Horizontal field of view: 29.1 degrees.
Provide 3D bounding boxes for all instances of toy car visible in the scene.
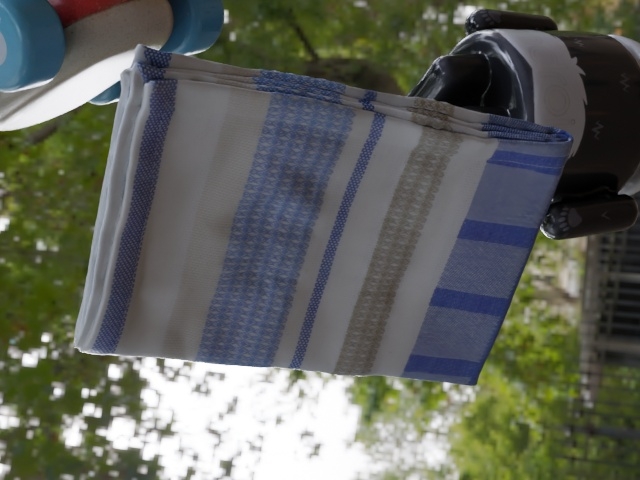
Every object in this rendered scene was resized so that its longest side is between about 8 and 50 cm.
[{"bbox_3d":[-0.239,-0.227,0.995,0.219,0.210,0.238,-23,-90,-50],"label":"toy car"}]

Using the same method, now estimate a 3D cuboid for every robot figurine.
[{"bbox_3d":[0.217,-0.117,1.202,0.278,0.173,0.209,-4,-78,-29],"label":"robot figurine"}]

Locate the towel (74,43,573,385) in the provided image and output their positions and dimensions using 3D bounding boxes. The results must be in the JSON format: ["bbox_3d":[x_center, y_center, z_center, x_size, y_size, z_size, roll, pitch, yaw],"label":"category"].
[{"bbox_3d":[0.000,0.000,0.762,0.034,0.284,0.209,-110,33,-56],"label":"towel"}]
